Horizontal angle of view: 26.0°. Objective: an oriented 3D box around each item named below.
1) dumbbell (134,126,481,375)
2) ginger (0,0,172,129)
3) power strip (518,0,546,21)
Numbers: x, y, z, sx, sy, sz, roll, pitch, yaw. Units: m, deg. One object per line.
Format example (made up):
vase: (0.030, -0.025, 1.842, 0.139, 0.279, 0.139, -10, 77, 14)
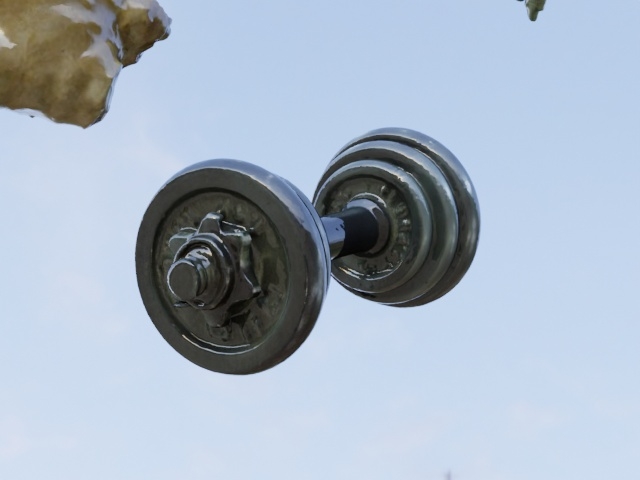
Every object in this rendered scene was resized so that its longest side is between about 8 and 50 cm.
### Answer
dumbbell: (0.000, 0.000, 1.206, 0.179, 0.406, 0.179, 6, -79, 30)
ginger: (-0.160, -0.141, 0.737, 0.157, 0.216, 0.102, 0, -43, -11)
power strip: (0.059, -0.090, 0.315, 0.027, 0.017, 0.083, 10, -70, -15)
